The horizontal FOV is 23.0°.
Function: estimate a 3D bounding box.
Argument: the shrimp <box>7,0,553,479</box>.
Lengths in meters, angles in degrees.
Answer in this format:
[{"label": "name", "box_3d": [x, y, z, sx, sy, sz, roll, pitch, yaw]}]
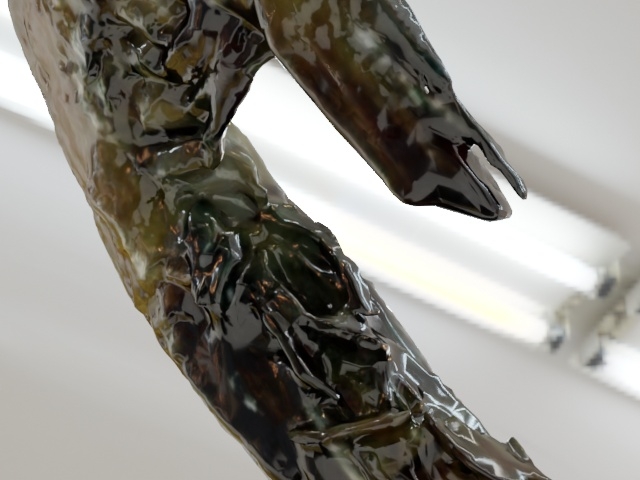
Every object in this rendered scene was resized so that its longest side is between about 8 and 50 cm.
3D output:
[{"label": "shrimp", "box_3d": [0.000, 0.000, 0.510, 0.071, 0.365, 0.233, -28, -23, -27]}]
